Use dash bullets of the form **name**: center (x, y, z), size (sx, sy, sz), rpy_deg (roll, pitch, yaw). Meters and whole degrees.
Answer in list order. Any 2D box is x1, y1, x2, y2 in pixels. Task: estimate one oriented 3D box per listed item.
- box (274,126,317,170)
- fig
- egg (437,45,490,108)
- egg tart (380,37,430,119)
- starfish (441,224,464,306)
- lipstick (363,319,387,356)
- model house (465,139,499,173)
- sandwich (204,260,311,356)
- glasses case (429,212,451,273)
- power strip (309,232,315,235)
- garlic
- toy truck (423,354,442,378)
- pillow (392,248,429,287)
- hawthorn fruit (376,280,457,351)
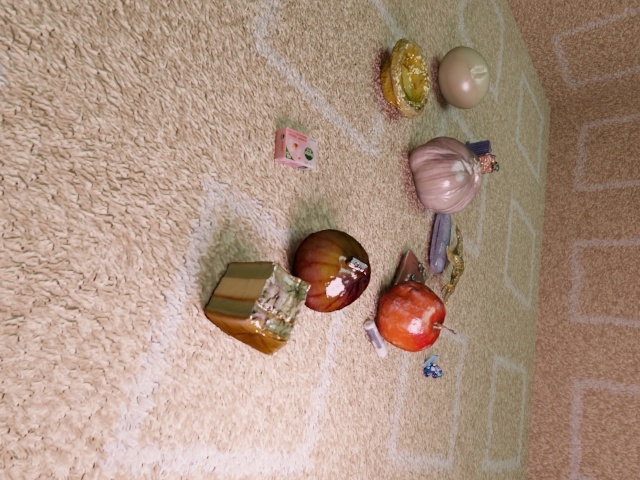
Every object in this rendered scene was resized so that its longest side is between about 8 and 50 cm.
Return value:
- **box**: center (-0.066, -0.251, 1.126), size (0.125, 0.043, 0.089), rpy_deg (7, 83, -48)
- **fig**: center (0.036, 0.086, 1.112), size (0.235, 0.214, 0.235), rpy_deg (14, 90, -69)
- **egg**: center (0.637, -0.721, 1.812), size (0.219, 0.219, 0.269), rpy_deg (-42, 117, -41)
- **egg tart**: center (0.311, -0.590, 1.514), size (0.288, 0.118, 0.288), rpy_deg (5, 83, -50)
- **starfish**: center (0.573, 0.093, 1.738), size (0.347, 0.078, 0.358), rpy_deg (35, 66, -61)
- **lipstick**: center (0.187, 0.332, 1.379), size (0.040, 0.040, 0.141), rpy_deg (-47, 122, -39)
- **model house**: center (0.784, -0.415, 2.010), size (0.183, 0.166, 0.172), rpy_deg (-28, 106, -58)
- **sandwich**: center (-0.109, 0.167, 0.939), size (0.227, 0.198, 0.155), rpy_deg (46, 56, -36)
- **glasses case**: center (0.515, 0.004, 1.744), size (0.109, 0.067, 0.283), rpy_deg (37, 60, -48)
- **power strip**: center (0.000, 0.000, 1.198), size (0.083, 0.027, 0.017), rpy_deg (34, 65, -42)
- **garlic**: center (0.498, -0.256, 1.602), size (0.317, 0.259, 0.318), rpy_deg (7, 81, -52)
- **toy truck**: center (0.455, 0.506, 1.645), size (0.056, 0.073, 0.090), rpy_deg (7, 83, -48)
- **pillow**: center (0.349, 0.148, 1.545), size (0.171, 0.075, 0.179), rpy_deg (45, 58, -35)
- **hawthorn fruit**: center (0.330, 0.264, 1.369), size (0.241, 0.271, 0.242), rpy_deg (-14, 112, -36)
